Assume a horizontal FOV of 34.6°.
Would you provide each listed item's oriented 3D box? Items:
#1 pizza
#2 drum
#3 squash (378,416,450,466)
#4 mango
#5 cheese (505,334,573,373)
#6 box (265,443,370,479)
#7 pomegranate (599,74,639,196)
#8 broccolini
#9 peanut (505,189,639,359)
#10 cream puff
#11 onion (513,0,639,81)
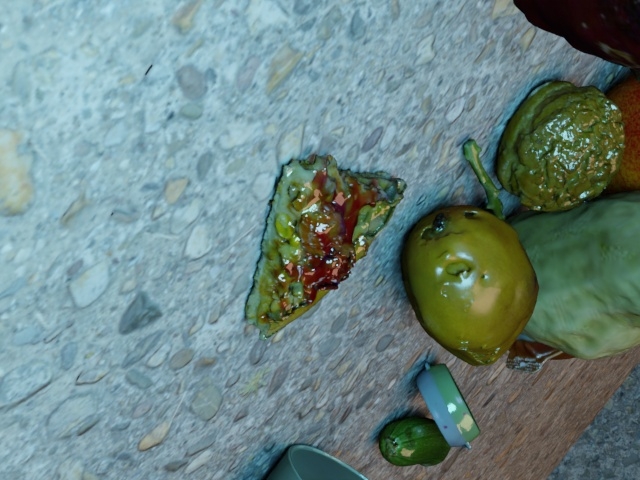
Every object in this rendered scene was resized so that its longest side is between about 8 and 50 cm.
[{"bbox_3d":[0.000,0.000,0.891,0.201,0.053,0.193,-48,155,-4],"label":"pizza"},{"bbox_3d":[0.177,0.219,1.488,0.049,0.130,0.253,-28,-175,4],"label":"drum"},{"bbox_3d":[0.145,0.299,1.524,0.077,0.068,0.219,-62,155,-2],"label":"squash"},{"bbox_3d":[0.162,0.060,1.127,0.248,0.151,0.156,76,23,-56],"label":"mango"},{"bbox_3d":[0.355,0.042,1.441,0.329,0.129,0.217,-59,-159,-11],"label":"cheese"},{"bbox_3d":[0.010,0.369,1.210,0.149,0.226,0.226,-53,155,6],"label":"box"},{"bbox_3d":[0.429,-0.113,1.287,0.221,0.221,0.257,-33,-177,-33],"label":"pomegranate"},{"bbox_3d":[0.186,-0.051,1.137,0.054,0.052,0.194,-48,155,-15],"label":"broccolini"},{"bbox_3d":[0.337,0.042,1.190,0.170,0.387,0.192,-3,86,-37],"label":"peanut"},{"bbox_3d":[0.271,-0.098,1.135,0.150,0.115,0.165,-52,156,12],"label":"cream puff"},{"bbox_3d":[0.301,-0.322,0.659,0.398,0.398,0.420,-26,116,-42],"label":"onion"}]
